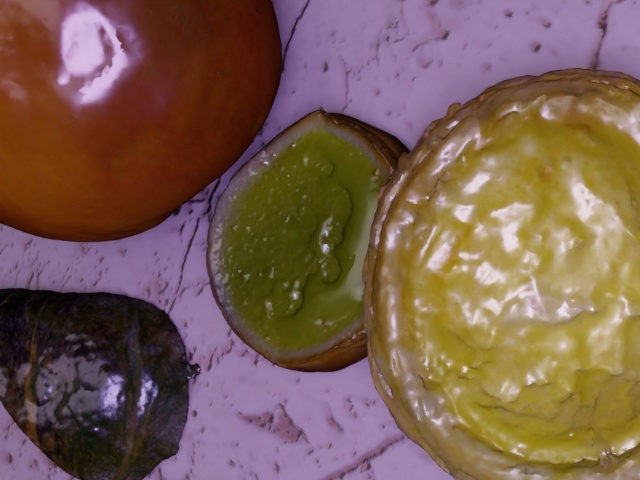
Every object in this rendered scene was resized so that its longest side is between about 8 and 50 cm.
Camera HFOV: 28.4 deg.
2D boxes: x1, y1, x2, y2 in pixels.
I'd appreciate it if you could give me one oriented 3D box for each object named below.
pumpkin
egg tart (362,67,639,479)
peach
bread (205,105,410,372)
[{"bbox_3d":[-0.240,0.100,1.243,0.163,0.111,0.278,-44,61,13],"label":"pumpkin"},{"bbox_3d":[0.193,0.038,0.964,0.345,0.132,0.345,-6,79,31],"label":"egg tart"},{"bbox_3d":[-0.204,-0.158,1.151,0.343,0.343,0.301,-41,107,16],"label":"peach"},{"bbox_3d":[0.000,0.000,1.130,0.236,0.070,0.236,-7,78,32],"label":"bread"}]
